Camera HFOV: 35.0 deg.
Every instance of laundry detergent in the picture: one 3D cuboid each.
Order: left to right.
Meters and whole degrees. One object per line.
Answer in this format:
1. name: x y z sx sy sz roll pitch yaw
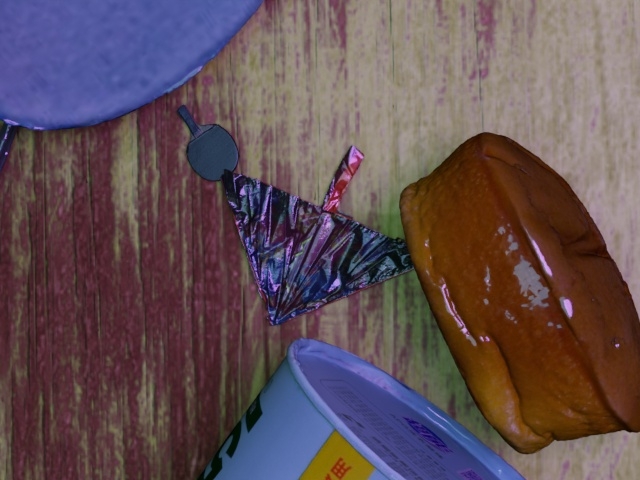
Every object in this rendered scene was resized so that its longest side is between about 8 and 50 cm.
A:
1. laundry detergent: 0.005 0.284 0.816 0.287 0.287 0.305 37 97 10

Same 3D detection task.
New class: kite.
1. kite: 0.000 0.000 0.961 0.232 0.009 0.189 25 96 9

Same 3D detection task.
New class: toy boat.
1. toy boat: -0.199 -0.239 0.941 0.330 0.123 0.215 -39 124 9

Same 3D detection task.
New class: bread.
1. bread: 0.173 0.042 0.830 0.142 0.195 0.270 -26 88 18

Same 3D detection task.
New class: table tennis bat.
1. table tennis bat: -0.113 -0.096 0.988 0.050 0.007 0.083 -37 84 10

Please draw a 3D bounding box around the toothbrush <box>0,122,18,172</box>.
1. toothbrush: -0.345 -0.048 1.031 0.030 0.030 0.297 24 97 38
